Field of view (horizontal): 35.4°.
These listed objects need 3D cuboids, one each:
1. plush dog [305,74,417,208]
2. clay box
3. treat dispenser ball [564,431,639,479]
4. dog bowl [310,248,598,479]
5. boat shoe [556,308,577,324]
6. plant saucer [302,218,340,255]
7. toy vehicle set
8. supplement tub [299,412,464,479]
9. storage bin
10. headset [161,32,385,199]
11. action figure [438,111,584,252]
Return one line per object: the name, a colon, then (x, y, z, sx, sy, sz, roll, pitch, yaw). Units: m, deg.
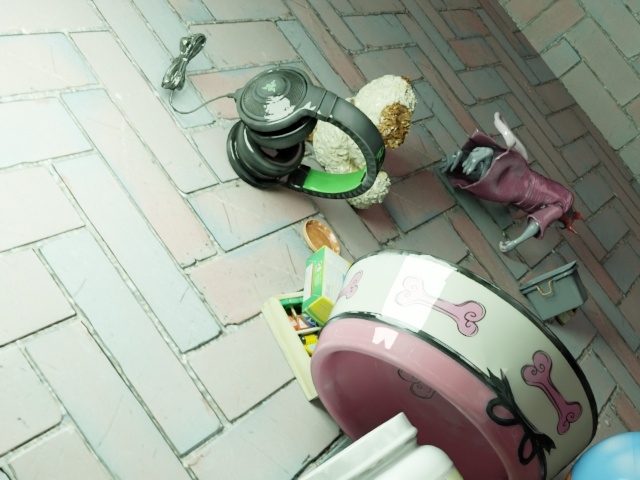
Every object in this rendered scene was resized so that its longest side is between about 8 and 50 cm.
plush dog: (0.090, -0.229, 1.931, 0.210, 0.225, 0.262, 37, 33, -23)
clay box: (0.070, 0.118, 1.617, 0.222, 0.053, 0.127, 38, 32, -24)
treat dispenser ball: (0.553, 0.473, 1.713, 0.288, 0.288, 0.288, 34, 34, -26)
dog bowl: (0.159, 0.210, 1.371, 0.408, 0.408, 0.150, 46, 62, -8)
boat shoe: (0.587, 0.153, 2.361, 0.050, 0.045, 0.135, 47, 30, -7)
plant saucer: (0.000, 0.000, 1.769, 0.083, 0.013, 0.084, 33, 34, -26)
toy vehicle set: (0.031, 0.156, 1.613, 0.266, 0.035, 0.166, -4, 60, -55)
supplement tub: (0.111, 0.404, 1.243, 0.325, 0.235, 0.235, 56, 30, 10)
storage bin: (0.528, 0.118, 2.244, 0.091, 0.135, 0.098, 62, 30, 1)
headset: (-0.074, -0.212, 1.683, 0.394, 0.243, 0.185, 22, 61, -1)
action figure: (0.473, -0.134, 2.328, 0.370, 0.276, 0.248, 23, 31, -17)
